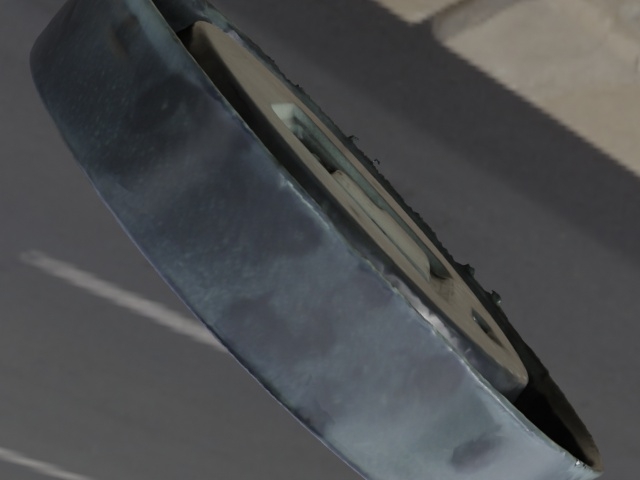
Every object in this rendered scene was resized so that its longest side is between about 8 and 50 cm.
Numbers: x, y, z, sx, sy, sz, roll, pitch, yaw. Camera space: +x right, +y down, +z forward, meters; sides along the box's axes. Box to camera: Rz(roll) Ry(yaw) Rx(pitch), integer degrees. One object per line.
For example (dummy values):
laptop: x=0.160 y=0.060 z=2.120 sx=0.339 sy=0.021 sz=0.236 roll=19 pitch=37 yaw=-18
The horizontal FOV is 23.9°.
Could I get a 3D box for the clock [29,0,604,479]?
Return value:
clock: x=0.000 y=0.000 z=0.822 sx=0.076 sy=0.386 sz=0.386 roll=-42 pitch=141 yaw=9
